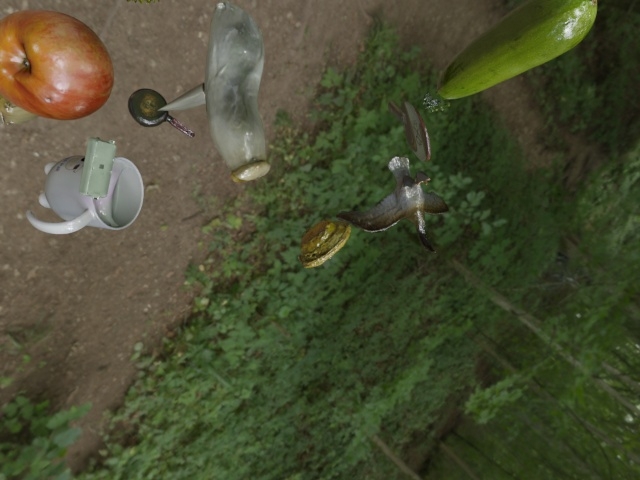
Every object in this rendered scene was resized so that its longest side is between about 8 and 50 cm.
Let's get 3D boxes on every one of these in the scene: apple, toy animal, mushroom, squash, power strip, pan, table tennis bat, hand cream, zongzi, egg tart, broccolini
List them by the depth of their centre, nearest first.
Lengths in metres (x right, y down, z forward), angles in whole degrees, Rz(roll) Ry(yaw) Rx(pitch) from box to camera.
[{"bbox_3d":[0.206,-0.211,0.498,0.066,0.066,0.201,-38,-171,-28],"label":"squash"},{"bbox_3d":[-0.320,-0.103,0.640,0.040,0.016,0.089,0,104,-69],"label":"power strip"},{"bbox_3d":[-0.151,-0.267,0.787,0.110,0.350,0.097,5,163,-37],"label":"mushroom"},{"bbox_3d":[-0.507,-0.329,0.836,0.209,0.209,0.164,-44,-179,24],"label":"apple"},{"bbox_3d":[0.000,0.000,0.887,0.130,0.052,0.130,-36,-159,16],"label":"egg tart"},{"bbox_3d":[0.179,-0.066,0.916,0.273,0.197,0.160,-15,134,-11],"label":"toy animal"},{"bbox_3d":[-0.779,-0.410,1.170,0.195,0.197,0.099,-32,167,-36],"label":"zongzi"},{"bbox_3d":[-0.373,-0.402,1.274,0.186,0.054,0.087,-11,-170,30],"label":"hand cream"},{"bbox_3d":[-0.471,-0.372,1.339,0.040,0.212,0.114,-2,-116,55],"label":"pan"},{"bbox_3d":[0.267,-0.352,1.343,0.023,0.301,0.173,-20,131,-1],"label":"table tennis bat"},{"bbox_3d":[0.374,-0.437,1.438,0.052,0.054,0.194,-56,161,26],"label":"broccolini"}]

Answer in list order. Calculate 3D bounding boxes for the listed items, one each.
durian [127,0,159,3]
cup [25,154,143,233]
[{"bbox_3d":[-0.591,-0.825,1.303,0.158,0.352,0.168,-29,-133,55],"label":"durian"},{"bbox_3d":[-0.439,-0.075,0.826,0.134,0.142,0.173,62,37,-66],"label":"cup"}]
